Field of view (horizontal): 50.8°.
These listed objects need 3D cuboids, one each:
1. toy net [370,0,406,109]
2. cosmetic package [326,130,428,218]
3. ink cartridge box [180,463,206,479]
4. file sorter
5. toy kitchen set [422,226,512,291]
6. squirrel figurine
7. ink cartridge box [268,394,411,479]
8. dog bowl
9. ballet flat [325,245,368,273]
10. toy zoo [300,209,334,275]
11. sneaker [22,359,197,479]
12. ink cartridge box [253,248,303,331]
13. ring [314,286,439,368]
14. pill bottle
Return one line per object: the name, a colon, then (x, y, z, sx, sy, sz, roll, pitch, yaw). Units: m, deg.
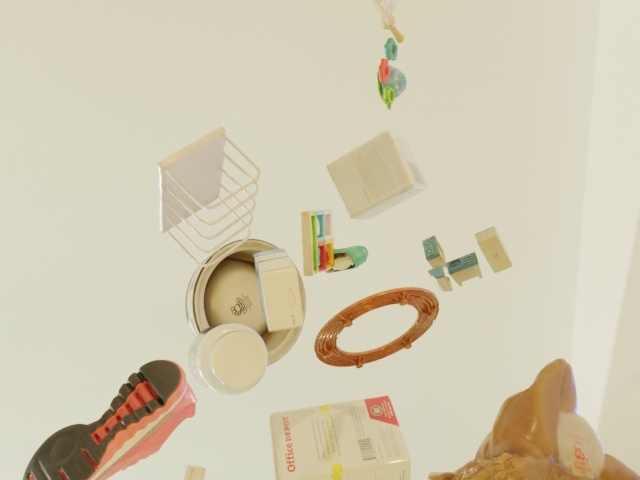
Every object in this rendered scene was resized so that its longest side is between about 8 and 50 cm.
toy net: (0.115, -0.366, 1.248, 0.045, 0.122, 0.232, 4, -62, 30)
cosmetic package: (0.143, -0.158, 1.684, 0.183, 0.152, 0.151, -27, -10, 21)
ink cartridge box: (-0.406, 0.765, 2.120, 0.063, 0.109, 0.150, 12, -18, -12)
file sorter: (-0.268, -0.096, 1.652, 0.192, 0.173, 0.278, -38, -18, -29)
toy kitchen set: (0.374, 0.015, 1.790, 0.207, 0.166, 0.122, -24, -54, 17)
squirrel figurine: (0.333, 0.472, 1.268, 0.397, 0.281, 0.370, -22, -18, -42)
ink cartridge box: (0.051, 0.637, 2.016, 0.384, 0.279, 0.161, -7, -60, -5)
dog bowl: (-0.252, 0.203, 2.165, 0.407, 0.408, 0.150, 19, -17, -33)
ballet flat: (0.052, 0.070, 2.262, 0.247, 0.083, 0.087, -17, 12, 48)
toy zoo: (0.000, 0.000, 2.111, 0.030, 0.193, 0.293, -1, 3, 16)
sneaker: (-0.328, 0.340, 1.099, 0.313, 0.116, 0.136, -38, -42, -13)
ink cartridge box: (-0.097, 0.108, 1.528, 0.082, 0.191, 0.140, -8, -78, -7)
ring: (0.146, 0.229, 1.682, 0.336, 0.032, 0.337, -15, -36, -11)
pill bottle: (-0.233, 0.298, 1.705, 0.176, 0.177, 0.318, 3, -10, -17)
